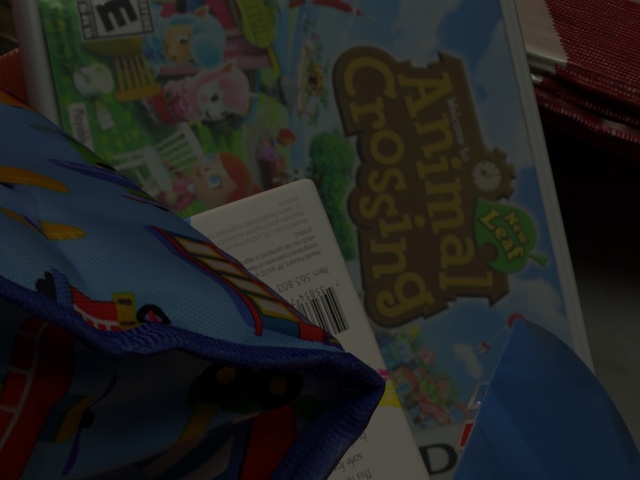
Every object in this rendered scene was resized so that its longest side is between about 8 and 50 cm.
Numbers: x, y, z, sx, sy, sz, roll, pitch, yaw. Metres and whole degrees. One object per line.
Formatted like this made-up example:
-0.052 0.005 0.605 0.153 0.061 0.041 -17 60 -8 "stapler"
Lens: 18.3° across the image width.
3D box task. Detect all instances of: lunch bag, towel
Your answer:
-0.150 0.102 0.485 0.138 0.293 0.221 18 11 -39 "lunch bag"
0.053 -0.107 0.906 0.329 0.037 0.237 18 18 -4 "towel"

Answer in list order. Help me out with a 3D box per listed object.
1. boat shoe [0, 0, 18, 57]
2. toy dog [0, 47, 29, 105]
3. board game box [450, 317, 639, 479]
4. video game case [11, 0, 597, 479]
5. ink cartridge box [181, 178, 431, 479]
-0.071 -0.059 0.850 0.285 0.089 0.104 30 22 28 "boat shoe"
-0.197 -0.015 0.712 0.220 0.161 0.333 -11 40 -24 "toy dog"
0.068 0.112 0.650 0.033 0.133 0.168 -18 25 31 "board game box"
0.000 0.000 0.729 0.193 0.023 0.212 -9 83 -22 "video game case"
-0.024 0.083 0.652 0.104 0.061 0.181 -20 87 -32 "ink cartridge box"
